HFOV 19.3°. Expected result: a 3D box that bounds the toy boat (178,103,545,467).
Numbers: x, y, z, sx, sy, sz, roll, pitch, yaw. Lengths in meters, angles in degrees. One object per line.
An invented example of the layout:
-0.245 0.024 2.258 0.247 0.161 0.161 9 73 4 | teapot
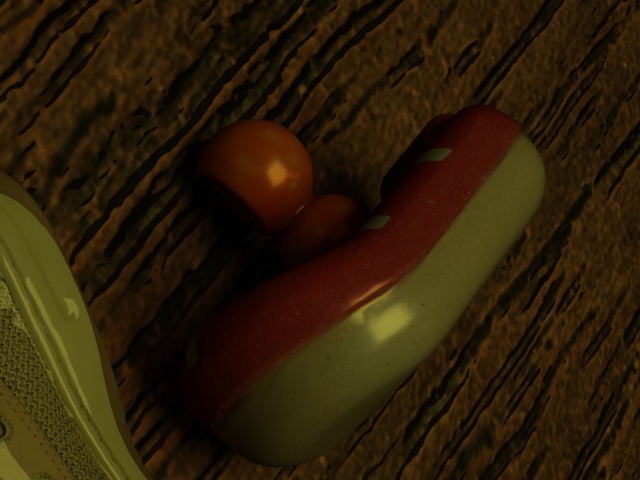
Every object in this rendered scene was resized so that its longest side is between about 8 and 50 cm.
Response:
0.000 0.000 0.944 0.151 0.151 0.231 40 47 1 | toy boat

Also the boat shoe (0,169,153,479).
-0.119 0.141 0.777 0.110 0.121 0.341 -30 96 -43 | boat shoe
